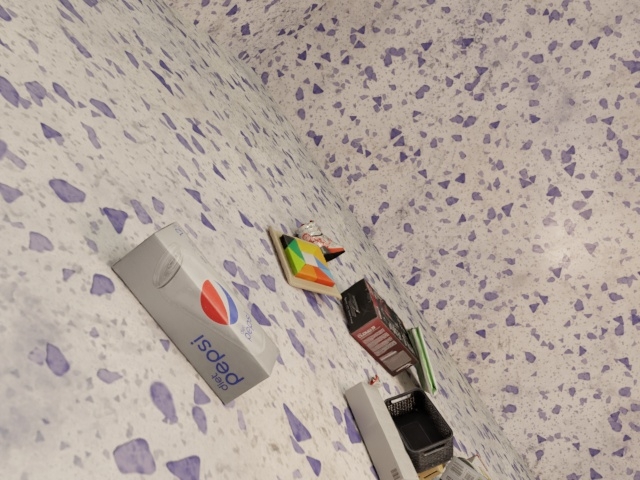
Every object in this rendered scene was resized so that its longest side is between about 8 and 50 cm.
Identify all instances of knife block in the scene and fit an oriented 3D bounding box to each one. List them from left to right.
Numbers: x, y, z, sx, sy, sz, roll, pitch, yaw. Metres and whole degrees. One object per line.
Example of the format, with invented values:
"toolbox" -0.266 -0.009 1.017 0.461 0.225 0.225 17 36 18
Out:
"knife block" 0.310 0.595 1.411 0.242 0.088 0.276 48 14 -25

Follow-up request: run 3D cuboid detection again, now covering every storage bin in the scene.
"storage bin" 0.246 0.480 1.289 0.180 0.122 0.084 -126 -156 -57

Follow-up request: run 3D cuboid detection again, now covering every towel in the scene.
"towel" 0.359 0.434 1.827 0.325 0.038 0.248 73 1 -77

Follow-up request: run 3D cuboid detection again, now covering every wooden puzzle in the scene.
"wooden puzzle" -0.041 0.064 1.521 0.238 0.044 0.221 25 30 -44

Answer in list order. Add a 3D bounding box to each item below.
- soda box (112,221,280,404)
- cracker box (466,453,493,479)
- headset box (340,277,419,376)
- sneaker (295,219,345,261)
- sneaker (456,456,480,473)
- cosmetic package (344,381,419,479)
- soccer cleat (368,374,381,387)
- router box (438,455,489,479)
"soda box" -0.193 0.115 0.816 0.286 0.098 0.091 54 13 -8
"cracker box" 0.526 0.814 1.677 0.156 0.067 0.232 60 14 22
"headset box" 0.188 0.283 1.711 0.293 0.110 0.218 48 14 -29
"sneaker" 0.001 -0.001 1.808 0.145 0.090 0.270 60 16 10
"sneaker" 0.442 0.751 1.503 0.132 0.086 0.229 37 22 -46
"cosmetic package" 0.142 0.464 1.206 0.099 0.060 0.239 36 23 -50
"soccer cleat" 0.162 0.415 1.473 0.036 0.029 0.083 53 8 10
"router box" 0.459 0.696 1.279 0.308 0.081 0.243 28 -21 34
